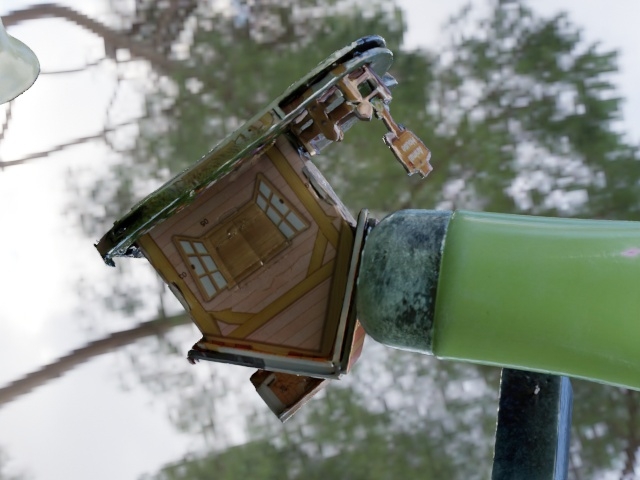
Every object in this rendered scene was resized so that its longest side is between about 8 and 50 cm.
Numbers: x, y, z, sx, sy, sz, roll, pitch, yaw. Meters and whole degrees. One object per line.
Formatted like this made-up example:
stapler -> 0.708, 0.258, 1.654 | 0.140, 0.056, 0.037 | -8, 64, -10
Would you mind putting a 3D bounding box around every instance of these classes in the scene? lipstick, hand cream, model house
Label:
lipstick -> 0.143, 0.237, 1.136 | 0.051, 0.051, 0.312 | 64, 30, -53
hand cream -> 0.105, 0.026, 0.743 | 0.046, 0.175, 0.095 | 75, 23, -68
model house -> -0.001, 0.001, 0.998 | 0.154, 0.207, 0.294 | 54, 3, 2

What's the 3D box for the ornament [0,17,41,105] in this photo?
ornament -> -0.175, -0.138, 0.752 | 0.081, 0.074, 0.156 | 52, -29, 41
